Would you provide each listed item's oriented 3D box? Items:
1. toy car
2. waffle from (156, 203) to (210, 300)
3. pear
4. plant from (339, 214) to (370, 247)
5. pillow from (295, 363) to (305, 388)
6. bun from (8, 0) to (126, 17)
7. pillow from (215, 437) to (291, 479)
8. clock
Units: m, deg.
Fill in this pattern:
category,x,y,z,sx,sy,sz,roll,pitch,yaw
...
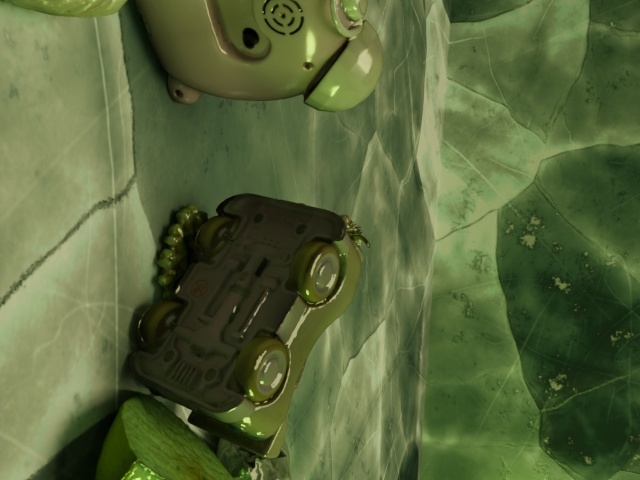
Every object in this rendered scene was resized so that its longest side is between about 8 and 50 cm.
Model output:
category,x,y,z,sx,sy,sz,roll,pitch,yaw
toy car,-0.092,0.122,1.078,0.336,0.242,0.226,-60,144,-24
waffle,-0.202,0.038,1.149,0.183,0.036,0.169,57,42,-57
pear,-0.223,0.327,0.989,0.288,0.139,0.239,49,4,-34
plant,0.078,-0.013,1.813,0.104,0.122,0.116,55,48,-43
pillow,-0.046,0.232,1.597,0.118,0.043,0.185,58,39,-61
bun,-0.244,-0.340,0.761,0.231,0.133,0.231,-51,156,-33
pillow,-0.121,0.447,1.236,0.283,0.138,0.310,-118,-152,-76
clock,-0.084,-0.339,1.005,0.342,0.326,0.184,72,29,-45
